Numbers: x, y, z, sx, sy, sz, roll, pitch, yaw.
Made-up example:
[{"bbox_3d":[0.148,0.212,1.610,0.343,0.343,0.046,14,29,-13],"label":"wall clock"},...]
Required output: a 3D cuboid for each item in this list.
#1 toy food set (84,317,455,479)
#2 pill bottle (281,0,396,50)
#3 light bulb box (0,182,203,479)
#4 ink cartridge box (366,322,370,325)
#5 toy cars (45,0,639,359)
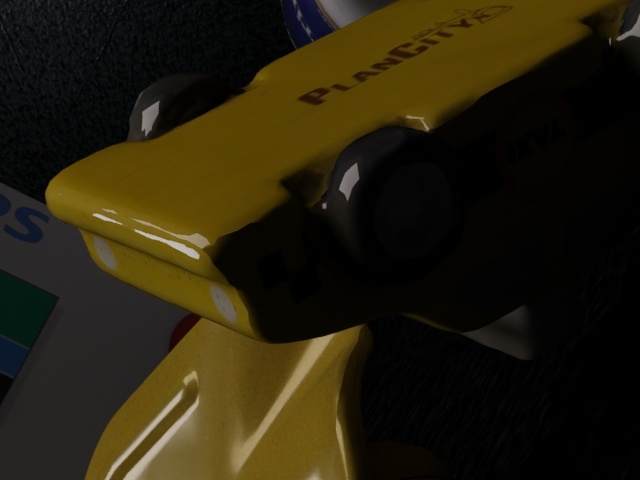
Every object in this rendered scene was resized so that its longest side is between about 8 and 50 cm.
[{"bbox_3d":[-0.017,0.103,0.586,0.218,0.071,0.128,-45,50,48],"label":"toy food set"},{"bbox_3d":[0.055,-0.157,1.167,0.153,0.153,0.264,-62,2,-6],"label":"pill bottle"},{"bbox_3d":[-0.234,0.164,1.175,0.361,0.358,0.225,-61,4,45],"label":"light bulb box"},{"bbox_3d":[0.000,0.000,1.170,0.135,0.099,0.056,-62,2,18],"label":"ink cartridge box"},{"bbox_3d":[0.055,-0.064,0.596,0.394,0.176,0.087,-66,-35,-59],"label":"toy cars"}]
